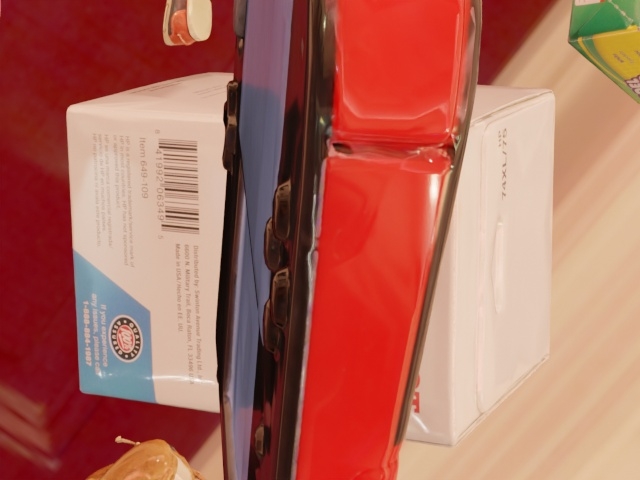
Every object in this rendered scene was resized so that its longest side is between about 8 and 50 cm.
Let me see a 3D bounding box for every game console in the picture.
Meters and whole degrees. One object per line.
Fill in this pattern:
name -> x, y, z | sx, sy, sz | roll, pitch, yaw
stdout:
game console -> -0.015, -0.010, 0.690 | 0.060, 0.342, 0.386 | 7, 24, -8

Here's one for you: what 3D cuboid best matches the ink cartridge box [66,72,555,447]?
ink cartridge box -> 0.000, 0.000, 1.091 | 0.270, 0.198, 0.197 | 6, 15, 25

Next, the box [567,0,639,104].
box -> 0.186, -0.110, 0.809 | 0.179, 0.043, 0.105 | 28, 64, -46

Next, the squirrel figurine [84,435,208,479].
squirrel figurine -> -0.235, 0.406, 1.834 | 0.281, 0.397, 0.370 | 23, 7, -20

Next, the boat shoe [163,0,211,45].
boat shoe -> -0.132, -0.259, 1.623 | 0.049, 0.043, 0.137 | 21, 67, -53
